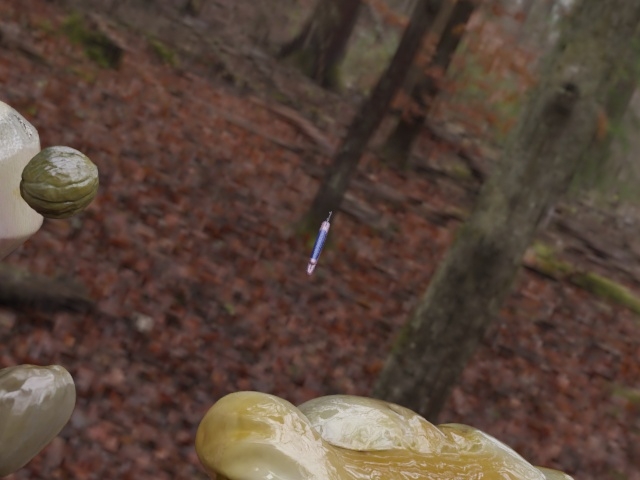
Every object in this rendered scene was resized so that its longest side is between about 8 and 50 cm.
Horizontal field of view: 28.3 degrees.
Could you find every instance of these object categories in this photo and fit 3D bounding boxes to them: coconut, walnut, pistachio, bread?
[{"bbox_3d":[-0.461,-0.064,1.635,0.224,0.234,0.224,1,31,-1],"label":"coconut"},{"bbox_3d":[-0.295,-0.066,1.435,0.092,0.092,0.092,24,5,-2],"label":"walnut"},{"bbox_3d":[-0.410,0.239,1.700,0.124,0.185,0.124,32,-8,5],"label":"pistachio"},{"bbox_3d":[0.069,0.270,1.091,0.423,0.245,0.329,20,-5,-31],"label":"bread"}]

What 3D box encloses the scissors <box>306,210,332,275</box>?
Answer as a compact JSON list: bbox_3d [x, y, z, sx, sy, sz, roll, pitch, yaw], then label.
[{"bbox_3d":[0.000,0.000,1.892,0.012,0.113,0.039,19,-35,1],"label":"scissors"}]
